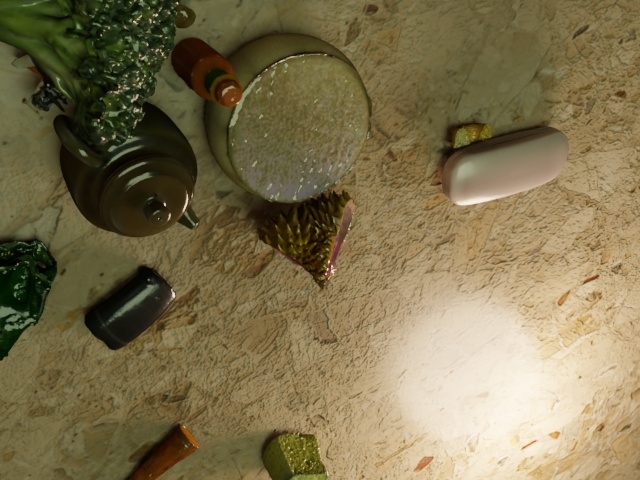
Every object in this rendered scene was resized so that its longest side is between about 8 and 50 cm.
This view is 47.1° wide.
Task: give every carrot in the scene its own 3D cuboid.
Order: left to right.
[{"bbox_3d":[-0.333,0.452,1.426,0.224,0.057,0.057,-43,129,1],"label":"carrot"}]

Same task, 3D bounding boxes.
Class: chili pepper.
[{"bbox_3d":[-0.484,0.095,1.130,0.108,0.062,0.216,17,107,-29],"label":"chili pepper"}]

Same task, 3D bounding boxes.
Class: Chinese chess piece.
[{"bbox_3d":[-0.051,-0.195,1.182,0.270,0.112,0.270,-14,123,-22],"label":"Chinese chess piece"}]

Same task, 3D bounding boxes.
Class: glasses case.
[{"bbox_3d":[0.374,-0.150,1.474,0.296,0.075,0.113,-15,124,-21],"label":"glasses case"}]

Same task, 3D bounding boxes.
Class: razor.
[{"bbox_3d":[-0.316,0.115,1.240,0.148,0.054,0.090,-40,132,-4],"label":"razor"}]

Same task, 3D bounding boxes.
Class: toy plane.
[{"bbox_3d":[-0.345,-0.215,1.032,0.188,0.062,0.135,46,65,-41],"label":"toy plane"}]

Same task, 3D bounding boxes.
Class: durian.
[{"bbox_3d":[-0.006,-0.014,1.262,0.154,0.260,0.186,43,76,4],"label":"durian"}]

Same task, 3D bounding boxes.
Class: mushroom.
[{"bbox_3d":[-0.186,-0.449,1.011,0.068,0.043,0.306,-27,129,-46],"label":"mushroom"}]

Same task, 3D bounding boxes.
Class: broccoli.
[{"bbox_3d":[-0.303,-0.280,0.926,0.248,0.245,0.288,80,21,-63],"label":"broccoli"}]

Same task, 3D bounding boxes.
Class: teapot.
[{"bbox_3d":[-0.268,-0.090,1.047,0.185,0.175,0.267,-45,143,6],"label":"teapot"}]

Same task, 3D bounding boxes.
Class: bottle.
[{"bbox_3d":[-0.158,-0.235,1.048,0.069,0.187,0.069,-12,122,-21],"label":"bottle"}]

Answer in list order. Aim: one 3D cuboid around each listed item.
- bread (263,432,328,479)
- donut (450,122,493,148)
[{"bbox_3d":[-0.054,0.480,1.562,0.129,0.114,0.111,2,122,-27],"label":"bread"},{"bbox_3d":[0.289,-0.203,1.406,0.083,0.067,0.038,-6,105,11],"label":"donut"}]
